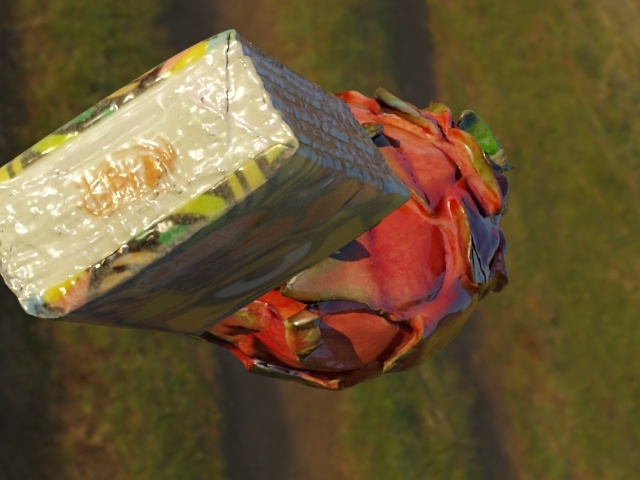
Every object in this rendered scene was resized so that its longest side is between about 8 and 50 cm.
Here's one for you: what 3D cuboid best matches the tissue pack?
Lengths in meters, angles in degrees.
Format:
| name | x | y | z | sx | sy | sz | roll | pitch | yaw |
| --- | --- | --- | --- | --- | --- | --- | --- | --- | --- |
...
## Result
| name | x | y | z | sx | sy | sz | roll | pitch | yaw |
| --- | --- | --- | --- | --- | --- | --- | --- | --- | --- |
| tissue pack | -0.042 | -0.015 | 0.658 | 0.060 | 0.108 | 0.148 | 59 | 12 | 13 |

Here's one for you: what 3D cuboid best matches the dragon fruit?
| name | x | y | z | sx | sy | sz | roll | pitch | yaw |
| --- | --- | --- | --- | --- | --- | --- | --- | --- | --- |
| dragon fruit | 0.000 | 0.000 | 1.158 | 0.192 | 0.274 | 0.193 | -129 | -153 | -49 |
